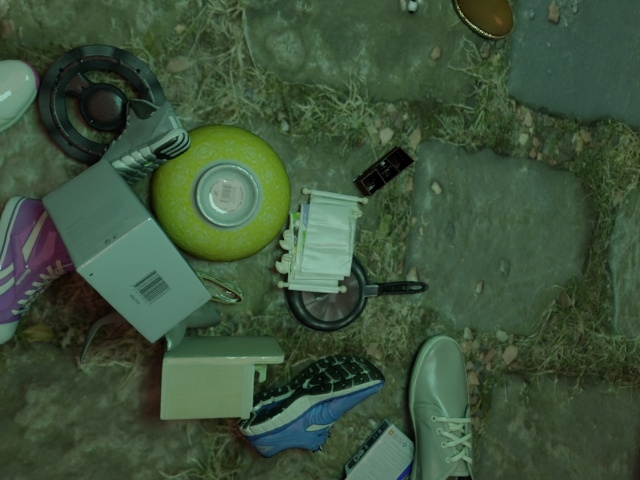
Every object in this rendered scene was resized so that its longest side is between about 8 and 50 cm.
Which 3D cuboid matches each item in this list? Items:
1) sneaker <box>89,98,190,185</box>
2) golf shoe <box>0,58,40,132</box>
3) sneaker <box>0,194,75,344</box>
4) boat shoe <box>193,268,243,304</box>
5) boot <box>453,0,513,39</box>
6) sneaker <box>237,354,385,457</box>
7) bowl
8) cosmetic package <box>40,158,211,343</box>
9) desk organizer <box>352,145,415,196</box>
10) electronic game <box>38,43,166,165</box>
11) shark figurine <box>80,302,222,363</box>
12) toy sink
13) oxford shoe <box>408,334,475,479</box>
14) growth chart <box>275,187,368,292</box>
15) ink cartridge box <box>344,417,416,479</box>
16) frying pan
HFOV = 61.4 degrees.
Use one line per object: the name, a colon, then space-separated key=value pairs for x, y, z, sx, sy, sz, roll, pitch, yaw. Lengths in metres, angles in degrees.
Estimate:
sneaker: x=-0.359 y=-0.189 z=1.013 sx=0.228 sy=0.086 sz=0.132 roll=-24 pitch=78 yaw=10
golf shoe: x=-0.640 y=-0.225 z=0.936 sx=0.306 sy=0.140 sz=0.115 roll=-34 pitch=101 yaw=-10
sneaker: x=-0.525 y=0.070 z=1.005 sx=0.161 sy=0.102 sz=0.282 roll=14 pitch=92 yaw=-8
boat shoe: x=-0.234 y=0.099 z=1.121 sx=0.153 sy=0.048 sz=0.056 roll=22 pitch=90 yaw=-16
boot: x=0.359 y=-0.564 z=1.113 sx=0.109 sy=0.220 sz=0.284 roll=-34 pitch=103 yaw=-9
sneaker: x=-0.009 y=0.368 z=1.185 sx=0.329 sy=0.130 sz=0.147 roll=-22 pitch=115 yaw=-8
bowl: x=-0.187 y=-0.090 z=1.058 sx=0.289 sy=0.156 sz=0.290 roll=-1 pitch=96 yaw=-15
cosmetic package: x=-0.334 y=0.016 z=0.940 sx=0.138 sy=0.224 sz=0.224 roll=-38 pitch=140 yaw=-14
desk organizer: x=0.140 y=-0.153 z=1.189 sx=0.130 sy=0.050 sz=0.047 roll=-39 pitch=104 yaw=-8
electronic game: x=-0.414 y=-0.255 z=1.036 sx=0.229 sy=0.048 sz=0.229 roll=-4 pitch=105 yaw=-16
shark figurine: x=-0.320 y=0.165 z=1.035 sx=0.278 sy=0.166 sz=0.116 roll=-5 pitch=60 yaw=-18
toy sink: x=-0.201 y=0.277 z=1.096 sx=0.234 sy=0.153 sz=0.131 roll=2 pitch=96 yaw=-16
oxford shoe: x=0.288 y=0.444 z=1.225 sx=0.169 sy=0.130 sz=0.450 roll=8 pitch=81 yaw=-22
growth chart: x=0.000 y=0.000 z=1.155 sx=0.171 sy=0.021 sz=0.237 roll=14 pitch=79 yaw=-8
ink cartridge box: x=0.161 y=0.564 z=1.273 sx=0.206 sy=0.045 sz=0.208 roll=45 pitch=82 yaw=-15
frying pan: x=0.076 y=0.135 z=1.208 sx=0.326 sy=0.053 sz=0.197 roll=23 pitch=90 yaw=-12
